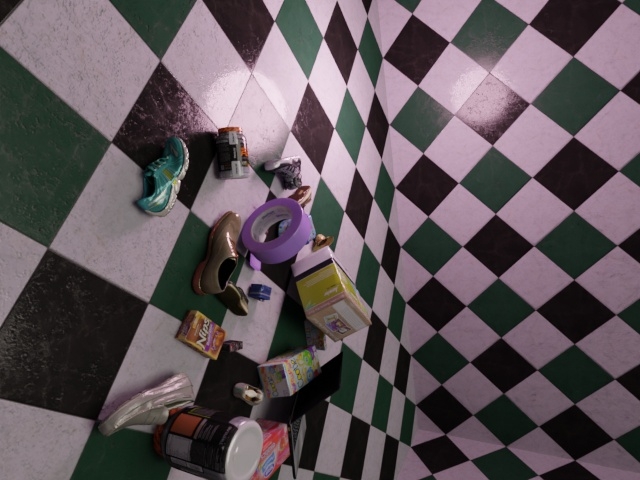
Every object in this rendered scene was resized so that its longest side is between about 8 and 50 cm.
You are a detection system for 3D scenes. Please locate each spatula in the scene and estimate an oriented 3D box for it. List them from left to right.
[{"bbox_3d":[-0.252,-0.008,1.854,0.084,0.030,0.296,50,47,-50],"label":"spatula"}]

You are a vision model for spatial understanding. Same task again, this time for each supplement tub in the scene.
[{"bbox_3d":[-0.357,0.635,1.347,0.194,0.316,0.193,0,90,-61],"label":"supplement tub"},{"bbox_3d":[-0.334,-0.329,1.624,0.117,0.117,0.190,-18,105,-60],"label":"supplement tub"}]

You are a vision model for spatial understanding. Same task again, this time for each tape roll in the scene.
[{"bbox_3d":[-0.179,-0.042,1.735,0.090,0.275,0.274,57,42,-46],"label":"tape roll"}]

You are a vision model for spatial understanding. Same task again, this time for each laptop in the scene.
[{"bbox_3d":[-0.004,0.774,1.946,0.382,0.237,0.407,-58,144,-80],"label":"laptop"}]

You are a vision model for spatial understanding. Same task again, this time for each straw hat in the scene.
[{"bbox_3d":[0.000,0.000,2.278,0.061,0.144,0.144,56,21,20],"label":"straw hat"}]

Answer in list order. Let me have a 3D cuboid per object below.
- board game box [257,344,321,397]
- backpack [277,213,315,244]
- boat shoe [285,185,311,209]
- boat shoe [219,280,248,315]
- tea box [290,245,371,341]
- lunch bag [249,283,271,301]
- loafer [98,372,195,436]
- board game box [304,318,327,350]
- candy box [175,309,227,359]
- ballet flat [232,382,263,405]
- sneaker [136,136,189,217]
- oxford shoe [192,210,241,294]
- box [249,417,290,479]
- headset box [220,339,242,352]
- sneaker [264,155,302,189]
[{"bbox_3d":[-0.132,0.581,1.916,0.275,0.142,0.144,-10,85,-61],"label":"board game box"},{"bbox_3d":[-0.118,-0.036,2.016,0.173,0.117,0.158,-36,120,-53],"label":"backpack"},{"bbox_3d":[-0.102,-0.179,2.073,0.257,0.095,0.095,-49,137,-51],"label":"boat shoe"},{"bbox_3d":[-0.331,0.214,1.651,0.223,0.080,0.073,75,15,-50],"label":"boat shoe"},{"bbox_3d":[0.052,0.265,2.079,0.329,0.220,0.323,51,15,-49],"label":"tea box"},{"bbox_3d":[-0.253,0.223,1.809,0.098,0.067,0.065,34,60,-58],"label":"lunch bag"},{"bbox_3d":[-0.501,0.501,1.280,0.111,0.112,0.319,56,27,11],"label":"loafer"},{"bbox_3d":[-0.024,0.482,2.183,0.026,0.104,0.154,-25,111,-59],"label":"board game box"},{"bbox_3d":[-0.419,0.337,1.518,0.186,0.053,0.109,53,45,-45],"label":"candy box"},{"bbox_3d":[-0.277,0.635,1.752,0.213,0.068,0.072,48,48,-51],"label":"ballet flat"},{"bbox_3d":[-0.496,-0.211,1.347,0.110,0.107,0.275,30,63,-47],"label":"sneaker"},{"bbox_3d":[-0.344,0.045,1.580,0.123,0.130,0.348,48,49,-51],"label":"oxford shoe"},{"bbox_3d":[-0.265,0.850,1.684,0.300,0.154,0.142,-19,106,-61],"label":"box"},{"bbox_3d":[-0.347,0.404,1.635,0.083,0.062,0.032,7,82,-61],"label":"headset box"},{"bbox_3d":[-0.156,-0.303,1.962,0.269,0.101,0.153,-31,114,-61],"label":"sneaker"}]
